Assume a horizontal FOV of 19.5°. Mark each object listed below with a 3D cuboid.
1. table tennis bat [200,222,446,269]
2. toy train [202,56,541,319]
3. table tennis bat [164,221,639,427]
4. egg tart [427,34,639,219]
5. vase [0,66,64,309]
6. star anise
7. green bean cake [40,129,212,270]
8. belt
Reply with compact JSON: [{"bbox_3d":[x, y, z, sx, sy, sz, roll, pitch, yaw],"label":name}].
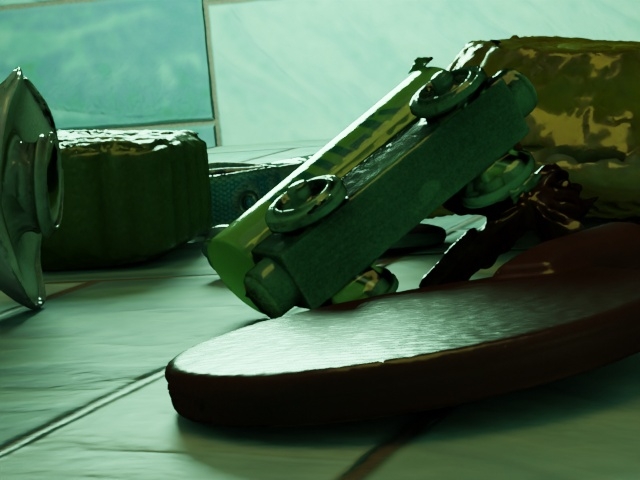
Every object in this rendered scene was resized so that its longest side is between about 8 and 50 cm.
[{"bbox_3d":[0.000,0.000,1.592,0.244,0.040,0.153,-5,7,-42],"label":"table tennis bat"},{"bbox_3d":[0.033,-0.037,1.285,0.253,0.105,0.157,-40,22,-20],"label":"toy train"},{"bbox_3d":[0.085,0.042,1.041,0.268,0.051,0.414,-6,5,33],"label":"table tennis bat"},{"bbox_3d":[0.228,-0.093,1.600,0.388,0.169,0.388,1,6,0],"label":"egg tart"},{"bbox_3d":[-0.420,-0.036,1.422,0.445,0.250,0.250,-2,7,4],"label":"vase"},{"bbox_3d":[0.152,-0.007,1.386,0.140,0.158,0.144,5,-26,7],"label":"star anise"},{"bbox_3d":[-0.234,-0.043,1.733,0.248,0.125,0.222,-4,7,9],"label":"green bean cake"},{"bbox_3d":[-0.010,-0.059,1.938,0.302,0.072,0.087,-9,10,-29],"label":"belt"}]
